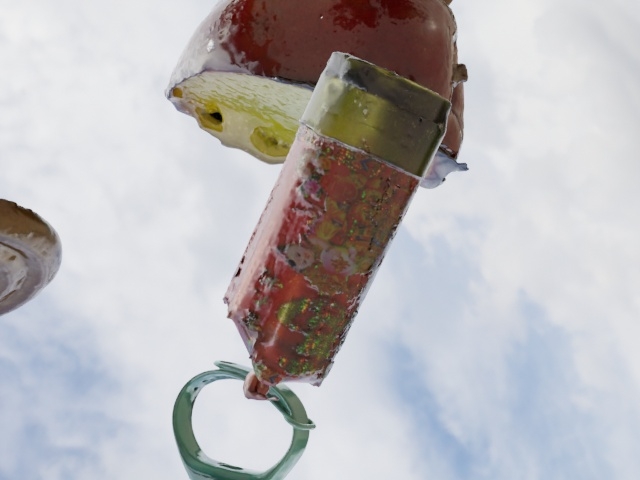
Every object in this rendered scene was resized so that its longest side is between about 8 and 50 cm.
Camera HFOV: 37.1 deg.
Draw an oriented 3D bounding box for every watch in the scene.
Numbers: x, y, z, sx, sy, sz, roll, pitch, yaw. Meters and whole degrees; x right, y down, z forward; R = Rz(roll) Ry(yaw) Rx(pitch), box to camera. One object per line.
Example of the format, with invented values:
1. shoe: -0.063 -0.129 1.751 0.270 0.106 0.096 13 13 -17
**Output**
1. watch: -0.122 0.293 1.480 0.068 0.237 0.195 21 -102 -60

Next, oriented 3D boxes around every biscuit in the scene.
1. biscuit: -0.358 0.032 0.835 0.262 0.262 0.037 10 -123 -46

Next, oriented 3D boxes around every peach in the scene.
1. peach: 0.002 -0.202 1.068 0.258 0.361 0.201 48 -125 -60

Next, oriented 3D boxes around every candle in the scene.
1. candle: 0.000 0.000 0.348 0.052 0.131 0.052 24 -173 -3

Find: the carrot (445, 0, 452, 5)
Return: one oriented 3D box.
1. carrot: 0.186 -0.349 1.285 0.048 0.048 0.216 48 -115 -7
